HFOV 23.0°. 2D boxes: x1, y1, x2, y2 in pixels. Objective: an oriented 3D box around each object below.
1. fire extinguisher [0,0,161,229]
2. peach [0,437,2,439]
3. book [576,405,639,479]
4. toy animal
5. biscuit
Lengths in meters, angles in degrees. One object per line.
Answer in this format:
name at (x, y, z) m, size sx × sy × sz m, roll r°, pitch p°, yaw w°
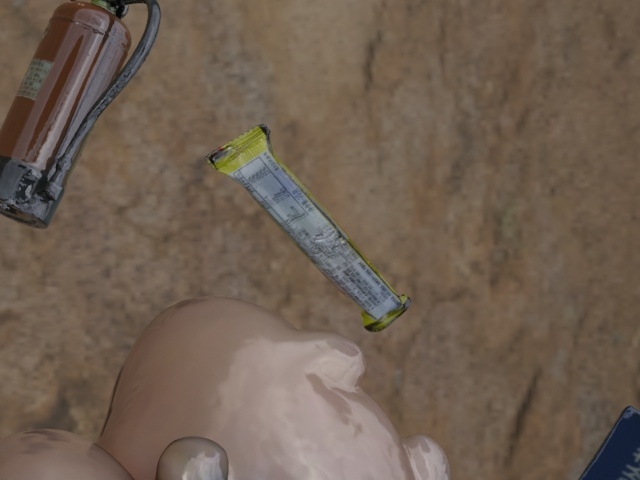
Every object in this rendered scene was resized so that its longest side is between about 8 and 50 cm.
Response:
fire extinguisher at (-0.313, -0.198, 2.088) m, size 0.376 × 0.200 × 0.113 m, roll -69°, pitch 155°, yaw -13°
peach at (-0.333, 0.282, 1.432) m, size 0.199 × 0.243 × 0.243 m, roll 81°, pitch 27°, yaw -67°
book at (0.307, 0.329, 0.998) m, size 0.300 × 0.428 × 0.039 m, roll -53°, pitch 161°, yaw -22°
toy animal at (-0.068, 0.139, 0.687) m, size 0.210 × 0.229 × 0.221 m, roll 57°, pitch 27°, yaw -17°
biscuit at (0.000, 0.000, 1.199) m, size 0.048 × 0.026 × 0.292 m, roll -37°, pitch 142°, yaw 3°
